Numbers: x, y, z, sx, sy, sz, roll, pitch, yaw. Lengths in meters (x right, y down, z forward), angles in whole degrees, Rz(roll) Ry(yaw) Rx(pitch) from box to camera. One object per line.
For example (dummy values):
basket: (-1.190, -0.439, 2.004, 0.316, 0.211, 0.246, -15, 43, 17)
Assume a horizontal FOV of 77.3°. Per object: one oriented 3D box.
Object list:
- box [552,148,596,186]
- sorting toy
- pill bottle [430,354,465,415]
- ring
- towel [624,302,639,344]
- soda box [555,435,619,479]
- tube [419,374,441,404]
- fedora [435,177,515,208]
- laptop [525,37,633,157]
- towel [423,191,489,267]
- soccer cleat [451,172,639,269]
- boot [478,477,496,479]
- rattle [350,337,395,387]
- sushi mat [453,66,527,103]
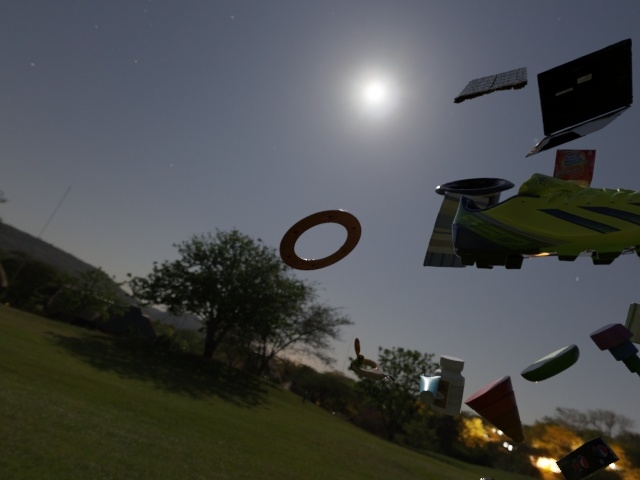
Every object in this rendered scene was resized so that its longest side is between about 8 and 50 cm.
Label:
box: (0.981, -0.252, 1.560, 0.128, 0.122, 0.257, 9, -7, 31)
sorting toy: (0.488, 0.311, 0.832, 0.365, 0.126, 0.127, -41, -25, 26)
pill bottle: (0.563, 0.632, 1.759, 0.131, 0.229, 0.131, 10, -5, 1)
ring: (0.000, 0.000, 1.566, 0.337, 0.032, 0.336, -14, -38, -11)
towel: (0.915, 0.240, 1.076, 0.152, 0.113, 0.023, 14, 13, 33)
soda box: (0.663, 0.554, 1.001, 0.053, 0.060, 0.168, -13, -42, -13)
tube: (0.406, 0.546, 1.496, 0.080, 0.052, 0.207, 3, 3, 18)
fedora: (0.653, -0.169, 1.697, 0.334, 0.152, 0.334, -7, 16, 2)
laptop: (0.692, -0.373, 1.096, 0.234, 0.136, 0.264, -21, -64, 5)
towel: (0.491, -0.031, 1.447, 0.209, 0.284, 0.034, 5, 18, -28)
soccer cleat: (0.288, -0.031, 0.468, 0.094, 0.121, 0.289, 10, -13, -42)
boot: (0.439, 0.630, 0.908, 0.246, 0.094, 0.207, 34, -16, -37)
rattle: (0.229, 0.506, 1.662, 0.200, 0.142, 0.130, 16, -2, 36)
sushi mat: (0.428, -0.389, 0.991, 0.152, 0.316, 0.019, -3, -65, 29)
